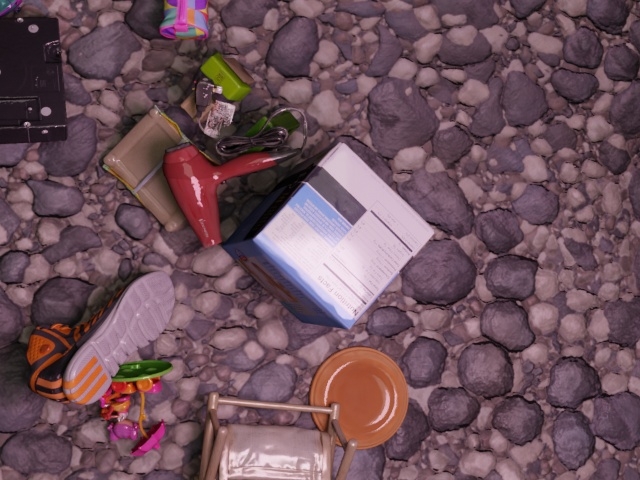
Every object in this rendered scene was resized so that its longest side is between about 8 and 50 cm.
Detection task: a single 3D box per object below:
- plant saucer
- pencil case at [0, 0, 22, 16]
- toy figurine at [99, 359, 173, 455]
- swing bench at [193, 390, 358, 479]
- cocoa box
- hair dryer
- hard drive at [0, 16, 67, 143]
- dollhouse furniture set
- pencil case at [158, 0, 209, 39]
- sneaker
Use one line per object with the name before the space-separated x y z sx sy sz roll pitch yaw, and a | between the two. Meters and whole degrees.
plant saucer | 0.078 0.304 2.026 0.200 0.037 0.199 1 87 -14
pencil case | -0.601 -0.474 1.893 0.070 0.064 0.151 -35 96 3
toy figurine | -0.345 0.309 1.895 0.173 0.130 0.159 -3 97 8
swing bench | -0.091 0.430 1.907 0.253 0.165 0.254 8 106 -14
cocoa box | 0.000 0.000 1.865 0.231 0.347 0.228 43 79 -8
hair dryer | -0.168 -0.123 1.846 0.224 0.080 0.293 23 106 6
hard drive | -0.623 -0.277 1.838 0.339 0.064 0.236 -4 66 -16
dollhouse furniture set | -0.224 -0.182 1.967 0.301 0.151 0.197 -42 91 16
pencil case | -0.251 -0.495 1.963 0.104 0.104 0.236 1 87 -14
sneaker | -0.407 0.156 1.872 0.321 0.180 0.124 -48 130 -44
